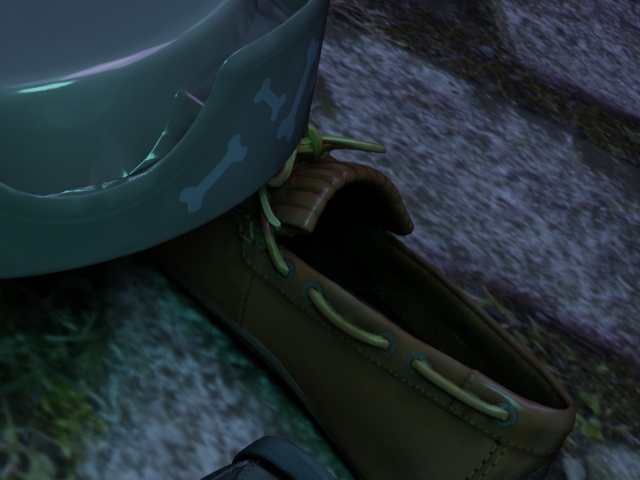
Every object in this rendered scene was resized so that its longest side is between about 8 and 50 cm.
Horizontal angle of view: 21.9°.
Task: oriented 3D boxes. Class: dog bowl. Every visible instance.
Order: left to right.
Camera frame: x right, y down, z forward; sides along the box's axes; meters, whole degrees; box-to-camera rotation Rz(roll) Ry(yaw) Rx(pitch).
[{"bbox_3d":[-0.160,-0.102,0.876,0.348,0.102,0.349,-3,34,2],"label":"dog bowl"}]

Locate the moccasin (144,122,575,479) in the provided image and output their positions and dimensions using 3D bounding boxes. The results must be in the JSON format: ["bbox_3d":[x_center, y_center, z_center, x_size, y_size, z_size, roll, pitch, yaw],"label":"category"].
[{"bbox_3d":[-0.002,0.000,0.966,0.139,0.147,0.380,-3,44,-46],"label":"moccasin"}]

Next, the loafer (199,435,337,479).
[{"bbox_3d":[0.026,0.204,0.765,0.084,0.096,0.267,-26,54,-35],"label":"loafer"}]
